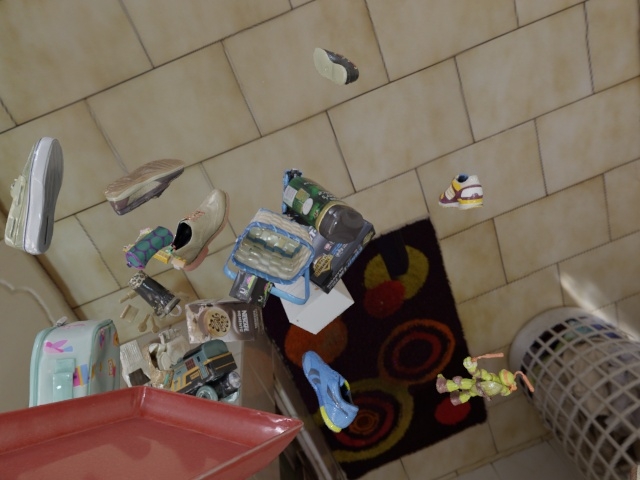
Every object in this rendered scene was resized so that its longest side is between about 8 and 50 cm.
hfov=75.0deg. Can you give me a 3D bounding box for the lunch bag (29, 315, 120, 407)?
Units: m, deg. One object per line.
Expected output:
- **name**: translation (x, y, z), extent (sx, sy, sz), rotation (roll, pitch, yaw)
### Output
- **lunch bag**: translation (-0.427, 0.273, 0.726), extent (0.107, 0.224, 0.279), rotation (-1, 85, -14)

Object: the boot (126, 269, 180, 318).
- **boot**: translation (-0.606, 0.192, 1.501), extent (0.178, 0.236, 0.085), rotation (43, 60, -13)

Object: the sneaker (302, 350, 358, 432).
- **sneaker**: translation (0.024, 0.311, 0.917), extent (0.069, 0.209, 0.082), rotation (33, 104, -35)

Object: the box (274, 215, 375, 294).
- **box**: translation (0.000, 0.000, 1.534), extent (0.295, 0.293, 0.073), rotation (-51, 152, -10)

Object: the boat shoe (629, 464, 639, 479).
- **boat shoe**: translation (0.530, 0.425, 0.581), extent (0.095, 0.095, 0.257), rotation (-25, 100, 42)

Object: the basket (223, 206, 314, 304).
- **basket**: translation (-0.141, 0.052, 1.264), extent (0.254, 0.289, 0.201), rotation (26, 120, -13)

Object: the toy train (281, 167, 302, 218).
- **toy train**: translation (-0.105, -0.176, 1.536), extent (0.080, 0.105, 0.184), rotation (3, 103, -11)

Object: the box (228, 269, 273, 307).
- **box**: translation (-0.152, 0.108, 0.921), extent (0.052, 0.083, 0.062), rotation (17, 80, 23)

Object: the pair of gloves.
- **pair of gloves**: translation (-0.583, 0.435, 1.495), extent (0.240, 0.042, 0.204), rotation (-14, 100, -27)

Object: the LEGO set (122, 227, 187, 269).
- **LEGO set**: translation (-0.635, 0.024, 1.605), extent (0.287, 0.107, 0.132), rotation (6, 145, 23)

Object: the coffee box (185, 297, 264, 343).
- **coffee box**: translation (-0.400, 0.331, 1.752), extent (0.297, 0.119, 0.168), rotation (-7, 92, 14)

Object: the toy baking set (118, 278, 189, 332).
- **toy baking set**: translation (-0.670, 0.257, 1.678), extent (0.256, 0.030, 0.197), rotation (-41, 96, -35)

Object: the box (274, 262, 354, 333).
- **box**: translation (-0.051, 0.166, 1.697), extent (0.215, 0.345, 0.168), rotation (-41, 134, 12)

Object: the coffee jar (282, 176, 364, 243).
- **coffee jar**: translation (0.005, -0.065, 0.884), extent (0.096, 0.184, 0.079), rotation (12, 112, -45)

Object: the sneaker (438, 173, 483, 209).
- **sneaker**: translation (0.344, -0.122, 1.022), extent (0.069, 0.185, 0.084), rotation (-5, 98, -8)

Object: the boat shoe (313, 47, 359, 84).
- **boat shoe**: translation (0.028, -0.356, 0.852), extent (0.042, 0.133, 0.049), rotation (-19, 138, -27)

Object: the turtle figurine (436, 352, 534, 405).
- **turtle figurine**: translation (0.450, 0.401, 1.149), extent (0.269, 0.087, 0.217), rotation (31, 135, -30)

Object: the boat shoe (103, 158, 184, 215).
- **boat shoe**: translation (-0.528, -0.170, 1.279), extent (0.102, 0.285, 0.092), rotation (14, 126, 21)

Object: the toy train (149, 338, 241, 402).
- **toy train**: translation (-0.380, 0.434, 1.246), extent (0.334, 0.142, 0.190), rotation (-33, 73, 25)

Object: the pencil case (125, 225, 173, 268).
- **pencil case**: translation (-0.501, 0.021, 1.228), extent (0.064, 0.152, 0.070), rotation (-14, 117, 33)

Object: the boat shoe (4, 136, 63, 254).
- **boat shoe**: translation (-0.726, -0.115, 1.049), extent (0.094, 0.109, 0.302), rotation (11, 94, -11)

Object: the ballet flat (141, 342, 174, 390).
- **ballet flat**: translation (-0.438, 0.326, 1.143), extent (0.073, 0.206, 0.067), rotation (22, 99, -39)

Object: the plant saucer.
- **plant saucer**: translation (-0.187, 0.199, 0.392), extent (0.259, 0.258, 0.048), rotation (-1, 82, 27)

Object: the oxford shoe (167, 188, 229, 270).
- **oxford shoe**: translation (-0.507, -0.072, 1.763), extent (0.140, 0.397, 0.146), rotation (6, 152, 24)
